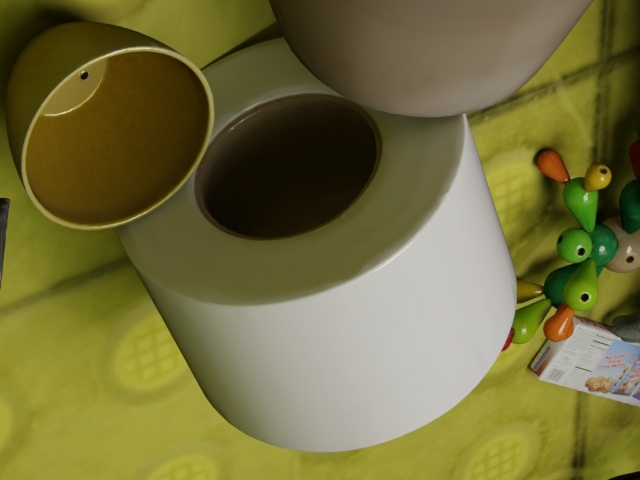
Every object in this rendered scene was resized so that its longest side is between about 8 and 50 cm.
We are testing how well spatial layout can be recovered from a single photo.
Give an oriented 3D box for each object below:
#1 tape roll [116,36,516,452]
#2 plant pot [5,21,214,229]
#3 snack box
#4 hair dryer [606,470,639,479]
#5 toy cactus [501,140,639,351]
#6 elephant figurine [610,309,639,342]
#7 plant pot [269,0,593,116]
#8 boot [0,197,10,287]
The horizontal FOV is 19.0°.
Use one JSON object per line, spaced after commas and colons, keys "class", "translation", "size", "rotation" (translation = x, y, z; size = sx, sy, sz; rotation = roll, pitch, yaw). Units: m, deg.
{"class": "tape roll", "translation": [0.000, 0.000, 1.308], "size": [0.246, 0.246, 0.169], "rotation": [-34, 137, -11]}
{"class": "plant pot", "translation": [-0.150, -0.088, 1.231], "size": [0.134, 0.095, 0.134], "rotation": [-21, 135, -23]}
{"class": "snack box", "translation": [0.268, 0.114, 1.776], "size": [0.178, 0.022, 0.064], "rotation": [18, 110, -44]}
{"class": "hair dryer", "translation": [0.364, 0.228, 1.770], "size": [0.223, 0.293, 0.080], "rotation": [-32, 96, -16]}
{"class": "toy cactus", "translation": [0.230, 0.002, 1.617], "size": [0.180, 0.112, 0.219], "rotation": [-2, 124, -60]}
{"class": "elephant figurine", "translation": [0.424, 0.054, 1.762], "size": [0.169, 0.186, 0.239], "rotation": [-37, -175, 45]}
{"class": "plant pot", "translation": [0.072, -0.232, 1.162], "size": [0.323, 0.323, 0.280], "rotation": [-23, 151, -21]}
{"class": "boot", "translation": [-0.336, 0.052, 1.197], "size": [0.223, 0.118, 0.338], "rotation": [11, 139, -17]}
